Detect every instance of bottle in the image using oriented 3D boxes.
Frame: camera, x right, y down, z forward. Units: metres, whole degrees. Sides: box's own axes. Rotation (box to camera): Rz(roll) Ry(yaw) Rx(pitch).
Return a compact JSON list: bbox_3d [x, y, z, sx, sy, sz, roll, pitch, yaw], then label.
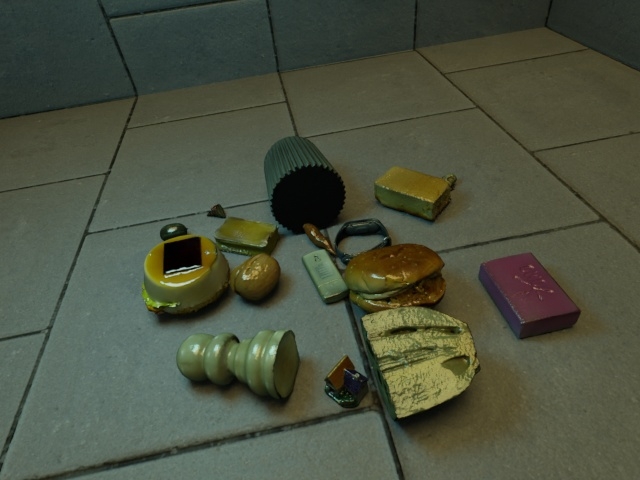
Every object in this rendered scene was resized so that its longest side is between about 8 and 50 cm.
[{"bbox_3d":[0.529,-0.236,1.742,0.063,0.047,0.101,31,55,22],"label":"bottle"}]

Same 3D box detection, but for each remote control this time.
[{"bbox_3d":[0.015,0.119,1.435,0.098,0.038,0.234,-18,42,-12],"label":"remote control"}]

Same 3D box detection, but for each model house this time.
[{"bbox_3d":[0.067,0.373,1.100,0.100,0.100,0.087,28,53,33],"label":"model house"}]

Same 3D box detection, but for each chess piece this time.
[{"bbox_3d":[-0.242,0.332,1.160,0.330,0.182,0.182,-1,42,16],"label":"chess piece"}]

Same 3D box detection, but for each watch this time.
[{"bbox_3d":[0.155,0.004,1.522,0.206,0.068,0.193,-5,45,9],"label":"watch"}]

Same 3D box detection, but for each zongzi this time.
[{"bbox_3d":[-0.449,-0.121,1.770,0.073,0.067,0.083,-36,29,-13],"label":"zongzi"}]

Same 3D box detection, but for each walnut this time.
[{"bbox_3d":[-0.211,0.120,1.394,0.144,0.144,0.180,18,43,26],"label":"walnut"}]

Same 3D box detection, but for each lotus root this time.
[{"bbox_3d":[0.265,0.301,1.092,0.260,0.149,0.267,-16,59,-7],"label":"lotus root"}]

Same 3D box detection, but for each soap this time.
[{"bbox_3d":[-0.284,-0.015,1.599,0.233,0.076,0.135,9,43,19],"label":"soap"},{"bbox_3d":[0.623,0.157,1.269,0.181,0.081,0.259,-11,42,-3],"label":"soap"}]

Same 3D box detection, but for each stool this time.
[{"bbox_3d":[-0.083,-0.240,1.673,0.297,0.297,0.330,-14,38,-7],"label":"stool"}]

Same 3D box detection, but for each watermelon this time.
[{"bbox_3d":[-0.581,-0.030,1.658,0.110,0.078,0.078,-13,42,-9],"label":"watermelon"}]

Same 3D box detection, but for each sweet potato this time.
[{"bbox_3d":[0.000,0.000,1.556,0.056,0.056,0.195,-34,59,-26],"label":"sweet potato"}]

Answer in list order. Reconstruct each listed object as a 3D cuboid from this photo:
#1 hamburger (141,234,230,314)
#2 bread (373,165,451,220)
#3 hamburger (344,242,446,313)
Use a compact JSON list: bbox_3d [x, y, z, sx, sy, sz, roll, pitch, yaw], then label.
[{"bbox_3d":[-0.453,0.116,1.407,0.294,0.179,0.276,-14,45,-12],"label":"hamburger"},{"bbox_3d":[0.366,-0.193,1.675,0.274,0.114,0.184,24,47,29],"label":"bread"},{"bbox_3d":[0.224,0.109,1.283,0.289,0.170,0.314,-15,13,-21],"label":"hamburger"}]
